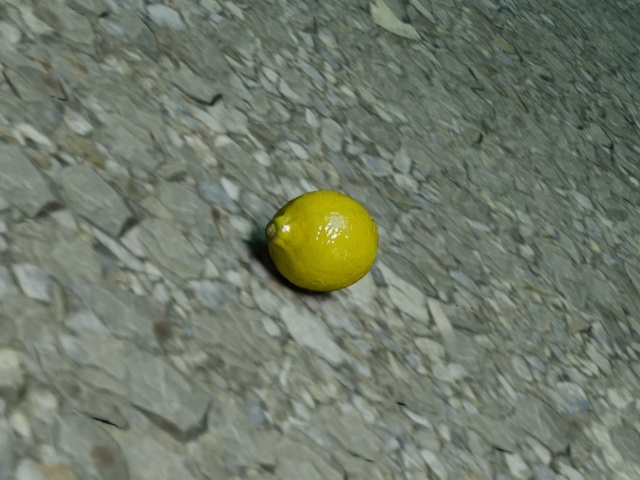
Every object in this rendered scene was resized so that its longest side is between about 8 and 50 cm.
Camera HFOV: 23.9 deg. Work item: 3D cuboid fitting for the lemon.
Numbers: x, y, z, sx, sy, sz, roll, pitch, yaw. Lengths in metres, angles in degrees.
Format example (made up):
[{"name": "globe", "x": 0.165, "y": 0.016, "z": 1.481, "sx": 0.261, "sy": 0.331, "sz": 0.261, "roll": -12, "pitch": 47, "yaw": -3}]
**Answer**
[{"name": "lemon", "x": 0.000, "y": 0.000, "z": 0.913, "sx": 0.083, "sy": 0.062, "sz": 0.062, "roll": 14, "pitch": 37, "yaw": -40}]
